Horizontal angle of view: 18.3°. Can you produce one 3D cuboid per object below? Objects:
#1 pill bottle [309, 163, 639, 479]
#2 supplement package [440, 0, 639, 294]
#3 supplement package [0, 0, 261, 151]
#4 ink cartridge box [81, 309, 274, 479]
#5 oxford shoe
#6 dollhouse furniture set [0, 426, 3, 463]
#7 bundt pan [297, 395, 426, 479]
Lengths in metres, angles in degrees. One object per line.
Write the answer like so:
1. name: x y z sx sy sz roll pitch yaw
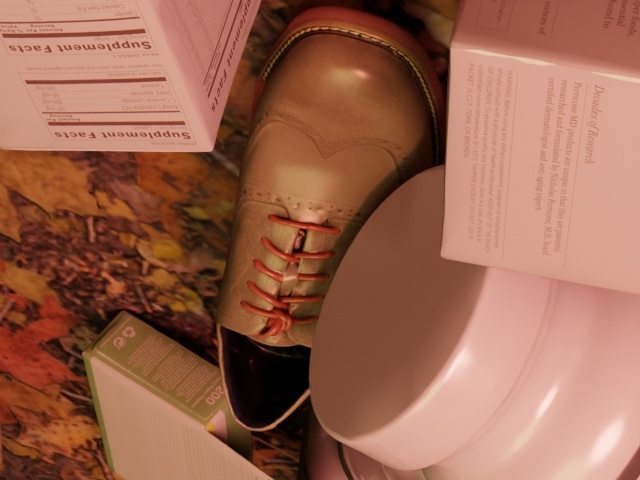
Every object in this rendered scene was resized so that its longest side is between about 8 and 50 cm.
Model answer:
1. pill bottle: 0.188 0.103 1.187 0.363 0.210 0.210 26 144 -25
2. supplement package: 0.221 -0.079 0.994 0.293 0.177 0.175 11 144 10
3. supplement package: -0.134 -0.174 1.048 0.133 0.139 0.244 2 141 19
4. ink cartridge box: -0.068 0.171 1.482 0.235 0.056 0.171 30 149 22
5. oxford shoe: 0.000 0.000 1.231 0.123 0.130 0.348 15 144 5
6. dollhouse furniture set: -0.358 0.148 1.481 0.135 0.262 0.259 11 125 13
7. bundt pan: 0.129 0.191 1.442 0.330 0.124 0.331 12 144 9
